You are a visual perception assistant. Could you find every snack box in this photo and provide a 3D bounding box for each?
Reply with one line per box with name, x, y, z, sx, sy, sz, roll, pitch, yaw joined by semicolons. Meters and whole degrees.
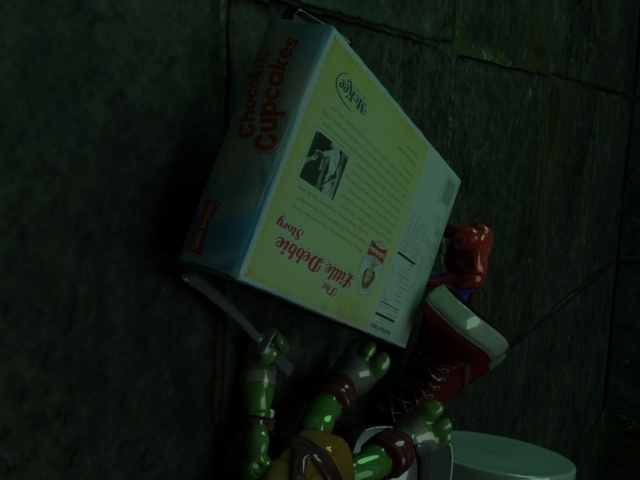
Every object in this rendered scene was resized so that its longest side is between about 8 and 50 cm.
snack box;0.025;-0.024;0.643;0.322;0.060;0.187;32;76;-59

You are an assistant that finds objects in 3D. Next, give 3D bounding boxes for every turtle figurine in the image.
turtle figurine;0.029;0.152;0.631;0.266;0.197;0.275;-19;116;-61

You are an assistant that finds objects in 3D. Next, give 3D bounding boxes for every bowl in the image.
bowl;0.072;0.274;0.830;0.142;0.053;0.142;17;82;-28

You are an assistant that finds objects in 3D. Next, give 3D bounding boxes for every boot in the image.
boot;0.115;0.148;0.823;0.176;0.088;0.244;-41;154;-1

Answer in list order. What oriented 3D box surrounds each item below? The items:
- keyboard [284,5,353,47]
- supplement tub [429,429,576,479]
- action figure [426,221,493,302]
keyboard;-0.021;-0.101;0.666;0.100;0.038;0.192;24;76;-35
supplement tub;0.196;0.423;0.931;0.235;0.235;0.325;9;88;-60
action figure;0.134;0.039;0.910;0.280;0.139;0.092;82;22;-68
